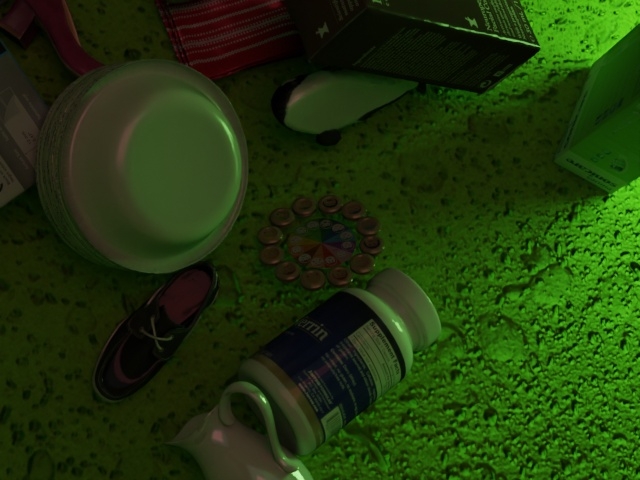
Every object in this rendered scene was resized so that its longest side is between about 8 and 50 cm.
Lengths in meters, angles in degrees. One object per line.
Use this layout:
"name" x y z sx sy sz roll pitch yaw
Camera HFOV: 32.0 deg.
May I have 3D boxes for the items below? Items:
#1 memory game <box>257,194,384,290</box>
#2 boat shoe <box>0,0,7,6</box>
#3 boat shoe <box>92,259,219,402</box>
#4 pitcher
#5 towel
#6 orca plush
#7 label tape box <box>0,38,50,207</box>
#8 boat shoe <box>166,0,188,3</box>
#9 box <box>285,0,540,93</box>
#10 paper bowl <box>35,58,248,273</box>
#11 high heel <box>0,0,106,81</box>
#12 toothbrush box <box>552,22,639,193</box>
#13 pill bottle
"memory game" 0.000 0.000 1.592 0.186 0.012 0.186 -1 47 1
"boat shoe" -0.439 -0.451 1.592 0.127 0.113 0.340 39 68 -2
"boat shoe" -0.223 0.119 1.508 0.084 0.079 0.233 42 69 -3
"pitcher" -0.083 0.291 1.446 0.207 0.178 0.125 48 40 3
"towel" -0.155 -0.379 1.698 0.198 0.031 0.275 -19 80 -21
"orca plush" 0.029 -0.244 1.675 0.287 0.151 0.102 -32 51 -24
"label tape box" -0.528 -0.116 1.427 0.347 0.115 0.249 -41 110 -24
"boat shoe" -0.167 -0.431 1.660 0.081 0.079 0.227 45 59 11
"box" 0.131 -0.346 1.622 0.381 0.143 0.191 1 63 -42
"paper bowl" -0.219 -0.098 1.475 0.284 0.148 0.284 -3 94 -37
"high heel" -0.334 -0.285 1.592 0.244 0.082 0.117 33 78 9
"toothbrush box" 0.498 -0.222 1.702 0.122 0.283 0.206 29 68 -7
"pill bottle" 0.030 0.159 1.528 0.264 0.153 0.153 -35 86 -23
